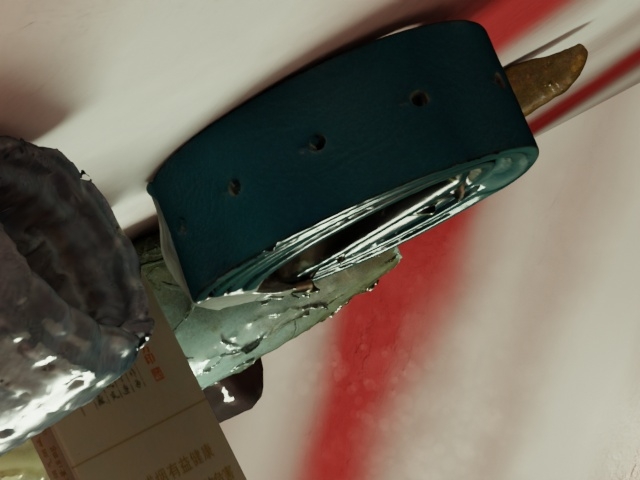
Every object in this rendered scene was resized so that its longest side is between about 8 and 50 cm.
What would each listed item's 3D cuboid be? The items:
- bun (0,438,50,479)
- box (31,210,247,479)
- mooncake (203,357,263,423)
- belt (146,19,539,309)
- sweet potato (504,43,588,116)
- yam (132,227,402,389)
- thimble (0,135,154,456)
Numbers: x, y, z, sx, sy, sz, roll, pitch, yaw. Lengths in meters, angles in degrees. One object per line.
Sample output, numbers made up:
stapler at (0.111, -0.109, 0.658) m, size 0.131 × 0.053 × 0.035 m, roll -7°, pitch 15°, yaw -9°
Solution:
bun at (-0.434, 0.291, 1.960) m, size 0.362 × 0.326 × 0.234 m, roll -33°, pitch 150°, yaw -58°
box at (-0.216, 0.158, 1.329) m, size 0.051 × 0.365 × 0.204 m, roll -29°, pitch 176°, yaw 39°
mooncake at (-0.208, 0.167, 2.115) m, size 0.141 × 0.283 × 0.283 m, roll -22°, pitch 177°, yaw 13°
belt at (0.010, -0.065, 1.326) m, size 0.300 × 0.173 × 0.436 m, roll -8°, pitch 160°, yaw -49°
sweet potato at (0.252, -0.189, 1.838) m, size 0.292 × 0.097 × 0.097 m, roll -42°, pitch 173°, yaw 13°
yam at (-0.087, 0.034, 1.703) m, size 0.348 × 0.241 × 0.241 m, roll -28°, pitch 176°, yaw -5°
thimble at (-0.237, 0.035, 0.911) m, size 0.172 × 0.205 × 0.236 m, roll -33°, pitch 146°, yaw 11°
